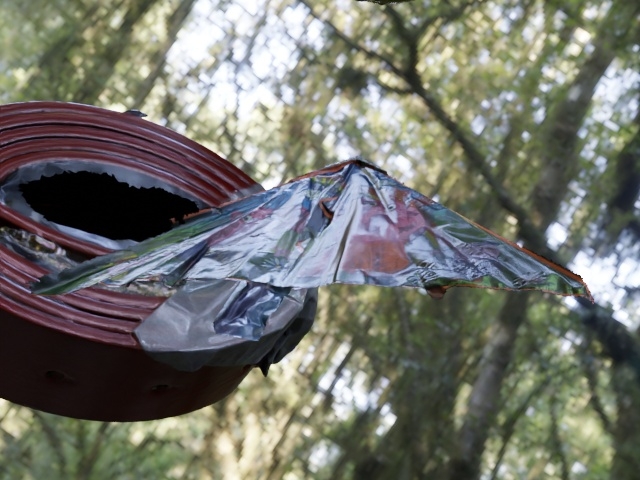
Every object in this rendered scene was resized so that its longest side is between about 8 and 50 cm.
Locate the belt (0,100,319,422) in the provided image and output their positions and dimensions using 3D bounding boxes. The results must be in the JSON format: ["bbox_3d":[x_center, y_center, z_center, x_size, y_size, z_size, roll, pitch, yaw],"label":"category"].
[{"bbox_3d":[-0.158,0.014,0.915,0.324,0.227,0.115,12,-39,-23],"label":"belt"}]

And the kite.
[{"bbox_3d":[0.000,0.000,0.696,0.321,0.234,0.016,1,-65,18],"label":"kite"}]

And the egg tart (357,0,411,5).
[{"bbox_3d":[0.117,-0.326,1.070,0.315,0.315,0.120,109,-37,-75],"label":"egg tart"}]
